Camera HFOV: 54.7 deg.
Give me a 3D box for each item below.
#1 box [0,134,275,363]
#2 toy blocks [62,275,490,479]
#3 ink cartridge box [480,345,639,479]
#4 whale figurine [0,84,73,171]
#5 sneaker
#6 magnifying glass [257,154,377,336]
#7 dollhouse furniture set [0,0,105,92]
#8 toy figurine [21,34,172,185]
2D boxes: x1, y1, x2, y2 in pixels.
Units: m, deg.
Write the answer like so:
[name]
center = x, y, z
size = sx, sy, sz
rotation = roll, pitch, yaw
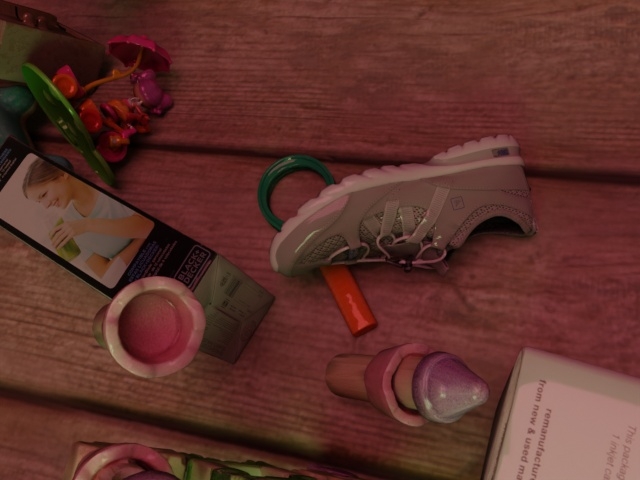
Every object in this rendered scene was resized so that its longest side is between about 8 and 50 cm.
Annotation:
[box]
center = -0.208, 0.011, 0.656
size = 0.290, 0.169, 0.087
rotation = 28, 80, 21
[toy blocks]
center = -0.026, 0.200, 0.409
size = 0.289, 0.260, 0.308
rotation = 18, 75, -27
[ink cartridge box]
center = 0.270, 0.191, 0.428
size = 0.306, 0.226, 0.131
rotation = 13, 74, 18
[whale figurine]
center = -0.446, -0.120, 0.782
size = 0.272, 0.141, 0.216
rotation = 30, 78, 22
[sneaker]
center = 0.086, -0.013, 0.614
size = 0.281, 0.105, 0.115
rotation = -20, 75, -2
[magnifying glass]
center = 0.000, 0.000, 0.688
size = 0.092, 0.026, 0.231
rotation = -27, 63, 2
[dollhouse furniture set]
center = -0.379, -0.428, 0.786
size = 0.256, 0.362, 0.394
rotation = 29, 108, 21
[toy figurine]
center = -0.250, -0.183, 0.780
size = 0.159, 0.173, 0.130
rotation = -40, 22, -22
